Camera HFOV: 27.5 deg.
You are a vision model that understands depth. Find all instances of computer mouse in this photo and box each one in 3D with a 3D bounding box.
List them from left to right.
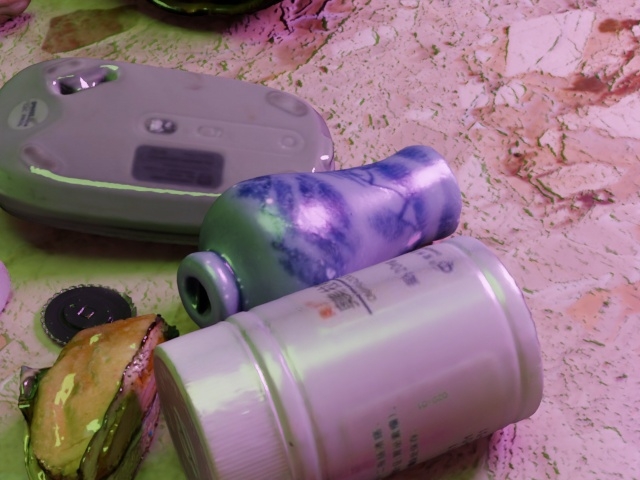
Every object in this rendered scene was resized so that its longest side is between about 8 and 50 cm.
[{"bbox_3d":[-0.151,-0.076,1.206,0.331,0.095,0.197,9,53,-2],"label":"computer mouse"}]

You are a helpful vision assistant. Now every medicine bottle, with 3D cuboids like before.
[{"bbox_3d":[0.018,0.104,0.965,0.254,0.152,0.152,-18,46,-17],"label":"medicine bottle"}]

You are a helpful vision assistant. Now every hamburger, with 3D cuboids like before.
[{"bbox_3d":[-0.180,0.132,1.004,0.102,0.087,0.176,2,51,23],"label":"hamburger"}]

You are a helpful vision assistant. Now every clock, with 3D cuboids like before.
[{"bbox_3d":[-0.200,0.064,1.120,0.083,0.010,0.074,19,48,21],"label":"clock"}]

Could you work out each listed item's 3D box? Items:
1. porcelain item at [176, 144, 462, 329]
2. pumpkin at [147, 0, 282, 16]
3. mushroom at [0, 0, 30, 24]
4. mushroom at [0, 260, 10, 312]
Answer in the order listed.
[{"bbox_3d":[0.000,0.000,1.094,0.259,0.141,0.141,-24,47,-35],"label":"porcelain item"},{"bbox_3d":[-0.113,-0.387,1.413,0.303,0.256,0.225,35,47,4],"label":"pumpkin"},{"bbox_3d":[-0.387,-0.319,1.475,0.097,0.088,0.212,9,40,-37],"label":"mushroom"},{"bbox_3d":[-0.434,0.067,1.073,0.329,0.122,0.159,-1,8,1],"label":"mushroom"}]
